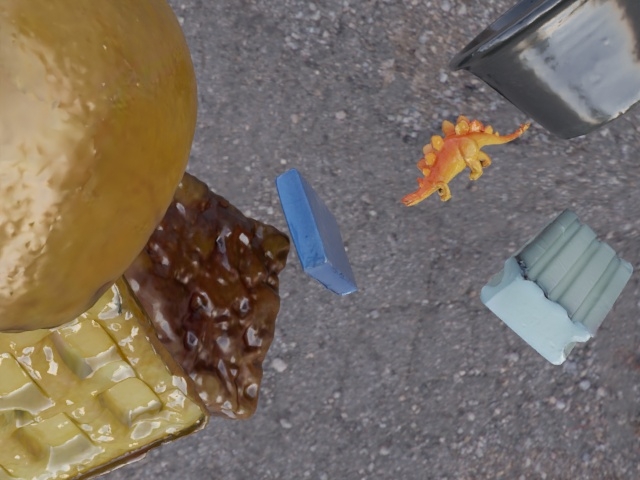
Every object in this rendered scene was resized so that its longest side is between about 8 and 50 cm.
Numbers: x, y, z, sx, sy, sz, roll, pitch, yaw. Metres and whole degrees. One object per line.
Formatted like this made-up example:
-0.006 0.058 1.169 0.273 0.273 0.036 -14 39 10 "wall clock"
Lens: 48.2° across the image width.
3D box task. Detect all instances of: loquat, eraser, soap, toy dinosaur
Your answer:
-0.162 -0.055 0.352 0.187 0.176 0.234 23 86 -1 "loquat"
0.000 0.000 1.103 0.043 0.312 0.144 -20 76 6 "eraser"
0.353 0.060 1.054 0.150 0.261 0.094 47 128 12 "soap"
0.253 -0.165 1.306 0.288 0.070 0.117 -37 100 -5 "toy dinosaur"

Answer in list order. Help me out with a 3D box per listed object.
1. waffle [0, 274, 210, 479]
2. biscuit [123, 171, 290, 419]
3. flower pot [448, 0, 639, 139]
-0.295 0.136 0.597 0.348 0.304 0.077 -23 46 -7 "waffle"
-0.243 0.070 1.093 0.166 0.395 0.342 -11 56 43 "biscuit"
0.274 -0.205 0.753 0.235 0.235 0.148 -36 100 26 "flower pot"
